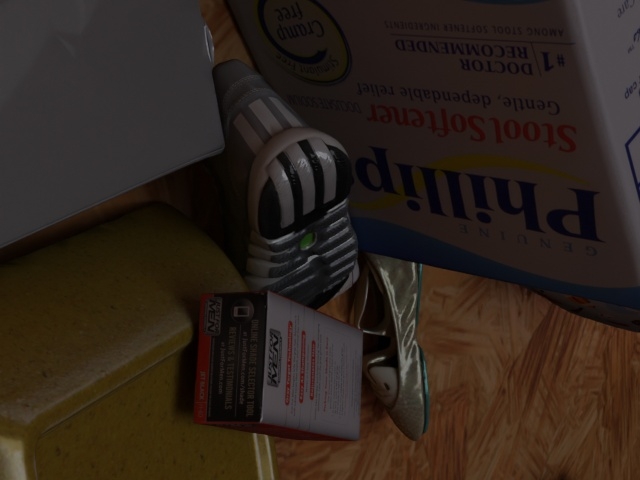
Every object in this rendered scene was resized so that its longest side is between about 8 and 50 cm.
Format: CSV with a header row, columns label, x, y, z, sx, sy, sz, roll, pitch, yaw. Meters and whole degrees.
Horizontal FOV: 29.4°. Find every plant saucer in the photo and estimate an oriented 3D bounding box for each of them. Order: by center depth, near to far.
label,x,y,z,sx,sy,sz,roll,pitch,yaw
plant saucer,-0.103,0.167,0.649,0.333,0.081,0.332,-31,115,-64

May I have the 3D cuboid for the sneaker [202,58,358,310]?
label,x,y,z,sx,sy,sz,roll,pitch,yaw
sneaker,-0.041,-0.036,0.777,0.086,0.132,0.228,-28,157,-19

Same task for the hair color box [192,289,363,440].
label,x,y,z,sx,sy,sz,roll,pitch,yaw
hair color box,-0.020,0.075,0.695,0.141,0.043,0.072,31,59,-64

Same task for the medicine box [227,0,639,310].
label,x,y,z,sx,sy,sz,roll,pitch,yaw
medicine box,0.102,-0.124,0.779,0.149,0.263,0.289,-48,130,-30

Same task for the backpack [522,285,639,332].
label,x,y,z,sx,sy,sz,roll,pitch,yaw
backpack,0.303,-0.020,1.050,0.263,0.276,0.213,10,96,-56

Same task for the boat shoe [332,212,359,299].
label,x,y,z,sx,sy,sz,roll,pitch,yaw
boat shoe,0.000,0.000,0.869,0.035,0.035,0.100,-45,136,-36

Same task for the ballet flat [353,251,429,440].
label,x,y,z,sx,sy,sz,roll,pitch,yaw
ballet flat,0.051,0.076,0.942,0.052,0.057,0.168,-8,103,-19

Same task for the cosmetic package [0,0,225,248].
label,x,y,z,sx,sy,sz,roll,pitch,yaw
cosmetic package,-0.169,-0.071,0.610,0.238,0.107,0.127,-29,119,-45
